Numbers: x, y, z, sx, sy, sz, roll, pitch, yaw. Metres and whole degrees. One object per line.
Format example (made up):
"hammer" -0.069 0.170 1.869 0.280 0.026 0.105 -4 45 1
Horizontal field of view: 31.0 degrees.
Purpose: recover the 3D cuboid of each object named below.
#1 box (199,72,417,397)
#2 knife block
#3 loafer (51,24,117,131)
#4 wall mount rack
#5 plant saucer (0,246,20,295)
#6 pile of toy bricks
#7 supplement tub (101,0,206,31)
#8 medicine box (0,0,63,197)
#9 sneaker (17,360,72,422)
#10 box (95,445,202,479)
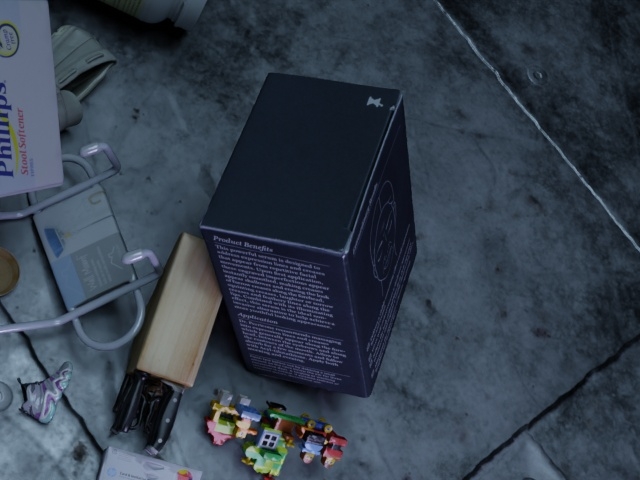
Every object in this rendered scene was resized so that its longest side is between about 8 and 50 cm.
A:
"box" 0.000 0.000 1.714 0.211 0.395 0.294 11 56 15
"knife block" -0.216 0.160 1.660 0.088 0.276 0.242 21 29 -15
"loafer" -0.431 -0.217 1.823 0.111 0.112 0.319 27 56 0
"wall mount rack" -0.409 0.011 1.697 0.304 0.130 0.350 -25 64 -2
"plant saucer" -0.491 0.048 1.718 0.083 0.015 0.083 10 61 -19
"pile of toy bricks" -0.070 0.312 1.740 0.212 0.118 0.105 19 97 -27
"supplement tub" -0.326 -0.511 1.944 0.324 0.235 0.235 24 58 -12
"medicine box" -0.514 -0.200 1.602 0.149 0.289 0.264 -16 107 -53
"sneaker" -0.403 0.208 1.663 0.069 0.038 0.098 26 57 -11
"box" -0.258 0.399 1.623 0.145 0.038 0.186 18 66 -15
